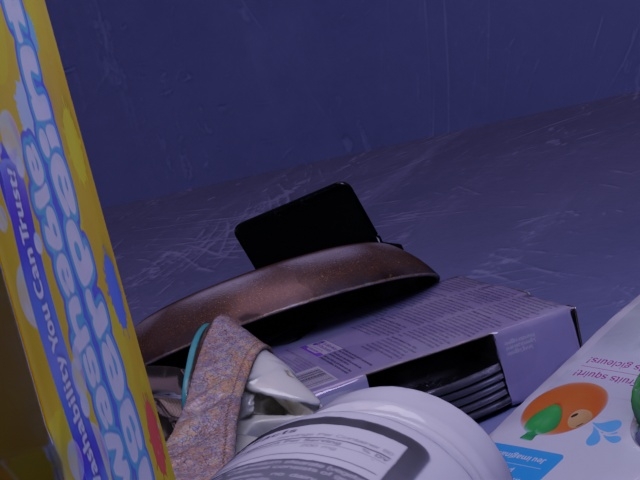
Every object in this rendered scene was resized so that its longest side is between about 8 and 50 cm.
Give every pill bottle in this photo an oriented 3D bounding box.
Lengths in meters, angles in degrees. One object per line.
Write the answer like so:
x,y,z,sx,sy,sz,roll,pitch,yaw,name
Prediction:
-0.003,0.176,0.937,0.161,0.161,0.283,-11,9,22,pill bottle

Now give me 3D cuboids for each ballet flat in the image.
-0.053,0.146,1.366,0.106,0.108,0.316,-1,26,9,ballet flat

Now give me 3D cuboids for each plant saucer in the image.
-0.047,0.065,1.753,0.310,0.050,0.310,-18,-10,-3,plant saucer

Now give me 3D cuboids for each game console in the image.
0.000,0.000,1.846,0.122,0.071,0.107,-22,-10,19,game console

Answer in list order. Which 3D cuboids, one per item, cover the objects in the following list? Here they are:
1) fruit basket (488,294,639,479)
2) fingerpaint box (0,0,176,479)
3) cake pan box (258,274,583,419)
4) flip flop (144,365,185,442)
0.288,0.059,1.174,0.353,0.165,0.327,-32,25,-34,fruit basket
-0.233,0.133,0.666,0.371,0.445,0.163,-14,8,6,fingerpaint box
0.058,0.101,1.602,0.245,0.070,0.267,-19,10,-15,cake pan box
-0.175,0.164,1.519,0.277,0.080,0.112,-4,41,6,flip flop
